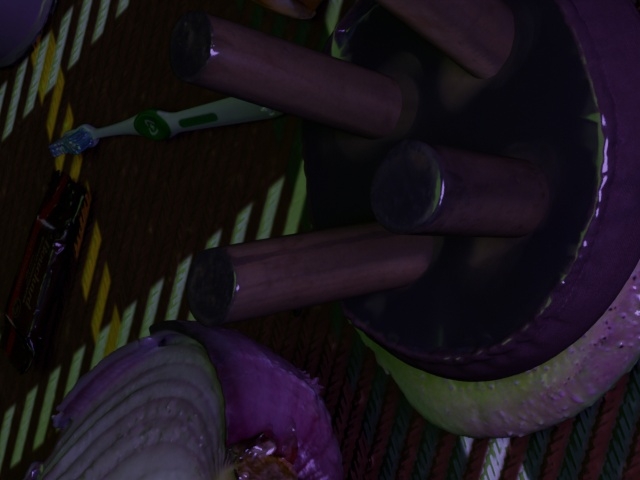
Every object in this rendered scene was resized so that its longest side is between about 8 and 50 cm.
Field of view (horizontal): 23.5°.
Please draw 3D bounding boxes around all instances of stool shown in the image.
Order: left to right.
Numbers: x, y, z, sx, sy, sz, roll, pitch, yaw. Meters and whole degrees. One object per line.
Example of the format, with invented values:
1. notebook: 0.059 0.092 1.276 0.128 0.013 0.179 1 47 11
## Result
1. stool: 0.046 -0.057 0.892 0.272 0.178 0.272 -11 76 47

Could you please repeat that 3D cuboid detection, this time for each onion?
1. onion: -0.112 0.212 1.110 0.348 0.159 0.267 -18 60 44

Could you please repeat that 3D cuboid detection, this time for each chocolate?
1. chocolate: -0.252 0.029 1.392 0.086 0.028 0.182 29 105 54

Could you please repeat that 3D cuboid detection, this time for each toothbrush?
1. toothbrush: -0.131 -0.098 1.276 0.304 0.030 0.030 -6 80 46

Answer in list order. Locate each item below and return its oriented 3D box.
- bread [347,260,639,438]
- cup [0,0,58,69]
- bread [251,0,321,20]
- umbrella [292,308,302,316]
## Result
1. bread: 0.109 -0.025 0.983 0.301 0.045 0.301 -7 80 45
2. cup: -0.406 -0.278 1.412 0.203 0.288 0.203 -11 75 48
3. bread: -0.048 -0.218 1.164 0.053 0.074 0.132 -52 51 16
4. umbrella: 0.001 0.001 1.123 0.022 0.013 0.122 -130 55 -65
